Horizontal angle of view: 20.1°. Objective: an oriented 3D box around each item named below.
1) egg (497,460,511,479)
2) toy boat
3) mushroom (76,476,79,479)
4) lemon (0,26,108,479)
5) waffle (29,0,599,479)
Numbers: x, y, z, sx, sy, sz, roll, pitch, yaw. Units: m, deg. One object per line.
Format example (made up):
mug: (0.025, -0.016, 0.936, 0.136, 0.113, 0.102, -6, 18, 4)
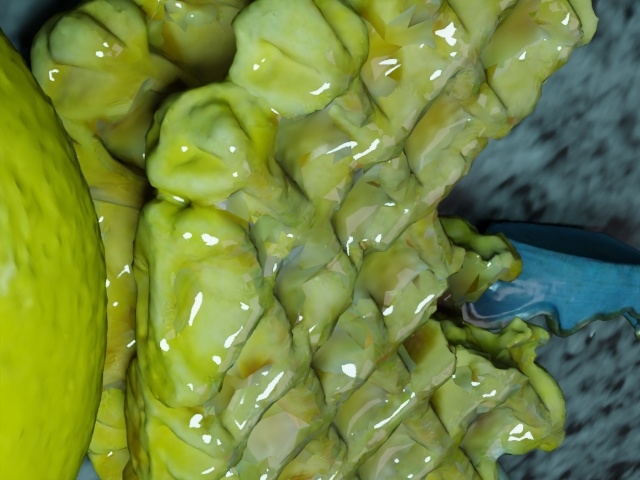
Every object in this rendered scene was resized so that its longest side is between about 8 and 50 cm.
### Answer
egg: (0.024, 0.165, 0.985, 0.209, 0.151, 0.151, 8, 115, -53)
toy boat: (0.129, 0.035, 1.059, 0.185, 0.075, 0.077, 4, 110, -50)
mushroom: (-0.255, 0.201, 0.699, 0.397, 0.126, 0.177, -29, 119, -35)
lemon: (-0.182, -0.003, 0.496, 0.240, 0.240, 0.219, -19, 112, -41)
waffle: (0.000, 0.000, 0.783, 0.261, 0.151, 0.324, -28, 134, -24)
